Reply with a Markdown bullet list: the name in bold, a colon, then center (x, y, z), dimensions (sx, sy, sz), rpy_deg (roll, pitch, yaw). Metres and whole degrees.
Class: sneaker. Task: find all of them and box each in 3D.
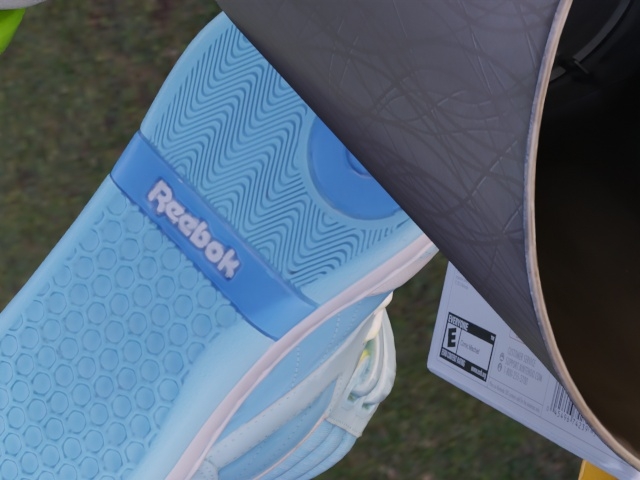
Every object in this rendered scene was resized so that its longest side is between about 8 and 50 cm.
- **sneaker**: center (0.000, 0.000, 0.792), dimensions (0.319, 0.208, 0.127), rpy_deg (-43, 71, 19)

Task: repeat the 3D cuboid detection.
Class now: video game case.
- **video game case**: center (0.122, -0.005, 0.867), dimensions (0.212, 0.023, 0.193), rpy_deg (-154, 74, -66)

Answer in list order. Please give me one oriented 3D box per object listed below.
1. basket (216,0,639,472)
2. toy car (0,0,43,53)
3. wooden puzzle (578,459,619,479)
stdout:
- **basket**: center (0.065, -0.068, 0.521), dimensions (0.227, 0.154, 0.204), rpy_deg (44, 156, 52)
- **toy car**: center (-0.126, -0.189, 0.680), dimensions (0.149, 0.188, 0.155), rpy_deg (28, 146, -11)
- **wooden puzzle**: center (0.203, 0.217, 1.064), dimensions (0.080, 0.322, 0.348), rpy_deg (12, 87, 25)
